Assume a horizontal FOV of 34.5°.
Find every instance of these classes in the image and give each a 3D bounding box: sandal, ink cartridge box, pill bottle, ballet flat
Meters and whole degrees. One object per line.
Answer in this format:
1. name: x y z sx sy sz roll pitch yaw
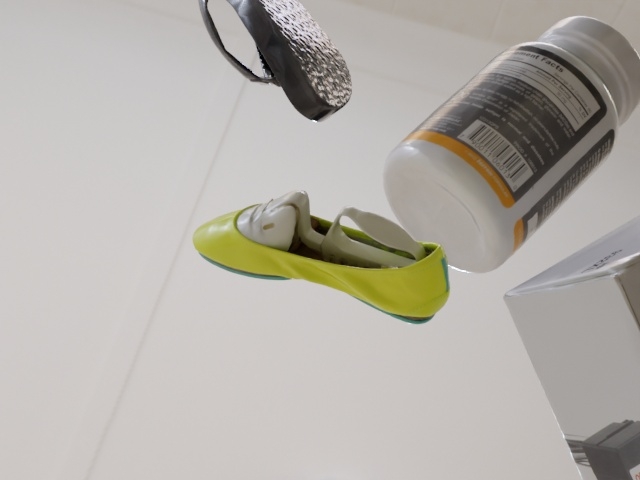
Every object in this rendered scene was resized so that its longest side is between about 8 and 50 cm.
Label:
1. sandal: -0.056 -0.174 0.764 0.054 0.097 0.254 -44 -121 20
2. ink cartridge box: 0.308 0.128 0.788 0.223 0.129 0.308 -26 -87 -32
3. pill bottle: 0.209 -0.107 1.078 0.162 0.162 0.278 43 -115 12
4. ballet flat: 0.000 0.000 0.857 0.231 0.077 0.077 17 -140 17
